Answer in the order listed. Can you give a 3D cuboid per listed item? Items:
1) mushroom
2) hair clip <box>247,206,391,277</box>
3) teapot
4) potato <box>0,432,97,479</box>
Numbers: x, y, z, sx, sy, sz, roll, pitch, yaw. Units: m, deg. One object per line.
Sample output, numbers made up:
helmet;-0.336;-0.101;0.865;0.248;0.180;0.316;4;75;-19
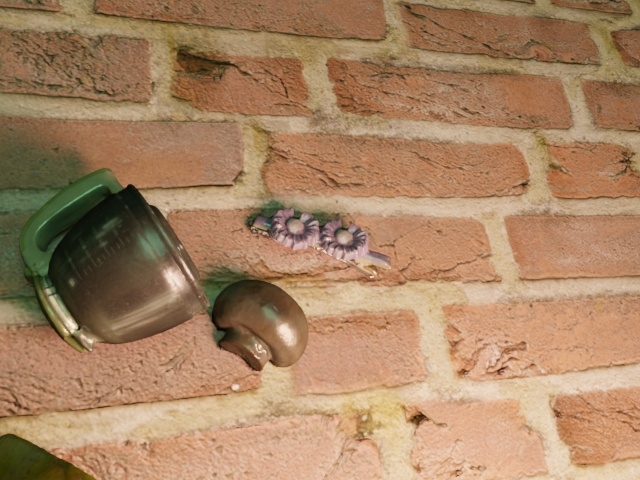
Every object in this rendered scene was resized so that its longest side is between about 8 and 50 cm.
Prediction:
mushroom;-0.102;0.140;1.148;0.188;0.117;0.141;32;49;1
hair clip;0.000;0.000;1.264;0.291;0.085;0.106;18;45;-6
teapot;-0.354;0.028;1.034;0.239;0.239;0.322;-32;86;-15
potato;-0.396;0.443;0.848;0.330;0.213;0.280;35;60;-1
